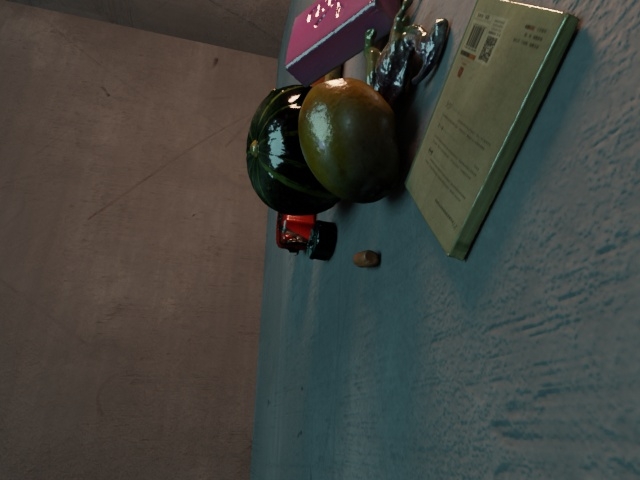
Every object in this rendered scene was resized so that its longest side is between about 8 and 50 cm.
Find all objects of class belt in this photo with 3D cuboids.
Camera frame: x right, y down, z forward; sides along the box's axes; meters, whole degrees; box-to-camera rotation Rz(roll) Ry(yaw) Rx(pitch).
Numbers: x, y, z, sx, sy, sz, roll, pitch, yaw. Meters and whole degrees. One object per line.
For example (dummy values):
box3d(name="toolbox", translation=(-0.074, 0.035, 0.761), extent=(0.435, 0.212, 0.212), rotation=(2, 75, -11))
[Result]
box3d(name="belt", translation=(0.000, 0.000, 1.189), extent=(0.140, 0.058, 0.106), rotation=(119, 157, -60))

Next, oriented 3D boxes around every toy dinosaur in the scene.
box3d(name="toy dinosaur", translation=(0.124, -0.318, 0.783), extent=(0.294, 0.077, 0.162), rotation=(134, 139, -68))

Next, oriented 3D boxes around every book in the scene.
box3d(name="book", translation=(0.189, -0.149, 0.549), extent=(0.215, 0.025, 0.283), rotation=(-101, 23, -54))

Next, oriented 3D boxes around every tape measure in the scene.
box3d(name="tape measure", translation=(-0.091, -0.076, 1.486), extent=(0.260, 0.113, 0.254), rotation=(139, 137, -70))

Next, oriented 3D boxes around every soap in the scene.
box3d(name="soap", translation=(0.043, -0.464, 0.912), extent=(0.259, 0.081, 0.181), rotation=(-16, 55, 41))

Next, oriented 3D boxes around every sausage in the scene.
box3d(name="sausage", translation=(0.089, 0.037, 0.852), extent=(0.083, 0.034, 0.034), rotation=(155, 121, -75))

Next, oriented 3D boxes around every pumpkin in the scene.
box3d(name="pumpkin", translation=(-0.055, -0.219, 1.064), extent=(0.323, 0.241, 0.324), rotation=(-2, 88, 55))

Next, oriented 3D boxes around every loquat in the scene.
box3d(name="loquat", translation=(0.055, -0.172, 0.766), extent=(0.179, 0.179, 0.228), rotation=(-147, 34, -75))

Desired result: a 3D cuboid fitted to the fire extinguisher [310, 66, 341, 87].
box3d(name="fire extinguisher", translation=(0.012, -0.425, 1.313), extent=(0.200, 0.113, 0.377), rotation=(13, -96, -61))
